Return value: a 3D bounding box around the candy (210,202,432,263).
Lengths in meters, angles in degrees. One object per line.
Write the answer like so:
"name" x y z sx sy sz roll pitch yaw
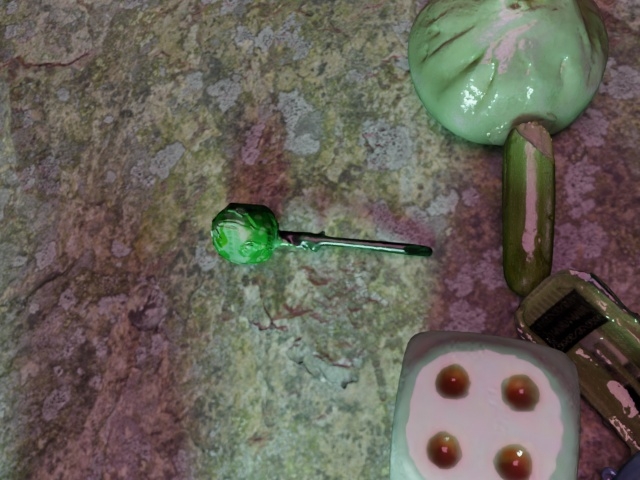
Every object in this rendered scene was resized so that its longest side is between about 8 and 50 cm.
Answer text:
"candy" 0.000 0.002 0.881 0.324 0.097 0.096 6 72 6

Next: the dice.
"dice" 0.185 0.214 0.695 0.192 0.194 0.193 5 74 13

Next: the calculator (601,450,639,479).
"calculator" 0.402 0.317 0.650 0.210 0.039 0.121 35 122 31

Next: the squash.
"squash" 0.278 -0.045 0.810 0.069 0.069 0.238 0 87 13

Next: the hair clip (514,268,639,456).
"hair clip" 0.384 0.172 0.722 0.091 0.138 0.321 -16 60 -41

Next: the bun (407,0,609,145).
"bun" 0.267 -0.290 0.859 0.294 0.187 0.292 -3 73 11
